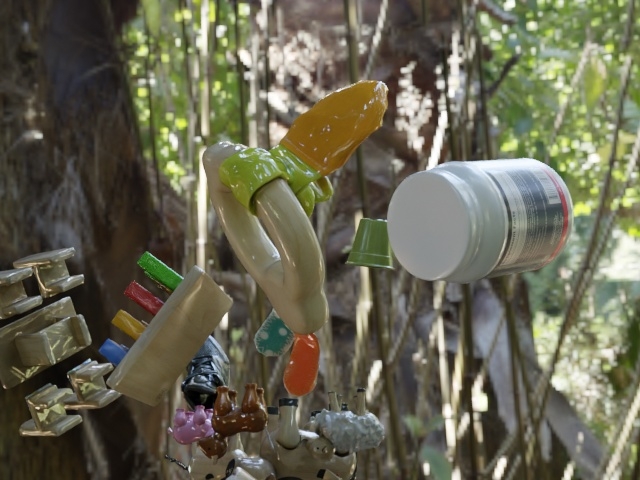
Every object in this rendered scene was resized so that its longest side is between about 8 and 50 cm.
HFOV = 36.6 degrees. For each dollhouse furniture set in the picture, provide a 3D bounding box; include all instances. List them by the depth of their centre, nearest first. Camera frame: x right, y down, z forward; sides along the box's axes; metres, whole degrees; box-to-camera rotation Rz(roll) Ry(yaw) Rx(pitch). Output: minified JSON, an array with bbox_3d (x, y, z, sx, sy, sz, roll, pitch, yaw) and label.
[{"bbox_3d":[-0.415,0.152,1.242,0.161,0.212,0.242,-8,13,36],"label":"dollhouse furniture set"}]

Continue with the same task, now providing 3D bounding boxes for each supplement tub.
[{"bbox_3d":[0.259,-0.033,1.551,0.272,0.191,0.191,-7,-1,-42],"label":"supplement tub"}]

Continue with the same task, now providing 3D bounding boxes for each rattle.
[{"bbox_3d":[0.000,0.000,0.732,0.130,0.200,0.143,4,36,46],"label":"rattle"}]

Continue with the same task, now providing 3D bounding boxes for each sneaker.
[{"bbox_3d":[-0.218,0.255,1.836,0.087,0.228,0.130,-9,-37,-3],"label":"sneaker"}]

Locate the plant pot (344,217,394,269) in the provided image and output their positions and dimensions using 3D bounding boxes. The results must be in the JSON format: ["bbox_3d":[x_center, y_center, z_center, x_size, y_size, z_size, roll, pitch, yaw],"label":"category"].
[{"bbox_3d":[0.087,0.005,1.602,0.083,0.079,0.083,8,-3,0],"label":"plant pot"}]

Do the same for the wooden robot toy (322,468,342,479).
[{"bbox_3d":[0.070,0.413,1.442,0.079,0.173,0.076,1,-42,-47],"label":"wooden robot toy"}]

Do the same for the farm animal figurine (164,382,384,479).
[{"bbox_3d":[-0.085,0.357,1.589,0.326,0.172,0.330,3,-23,-12],"label":"farm animal figurine"}]

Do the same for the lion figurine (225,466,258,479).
[{"bbox_3d":[-0.087,0.333,0.805,0.240,0.142,0.392,-20,11,-6],"label":"lion figurine"}]

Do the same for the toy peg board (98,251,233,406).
[{"bbox_3d":[-0.195,0.099,1.134,0.079,0.161,0.161,34,-9,16],"label":"toy peg board"}]
